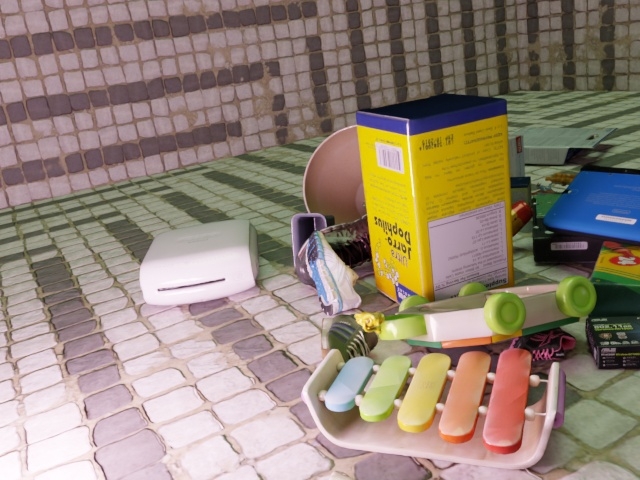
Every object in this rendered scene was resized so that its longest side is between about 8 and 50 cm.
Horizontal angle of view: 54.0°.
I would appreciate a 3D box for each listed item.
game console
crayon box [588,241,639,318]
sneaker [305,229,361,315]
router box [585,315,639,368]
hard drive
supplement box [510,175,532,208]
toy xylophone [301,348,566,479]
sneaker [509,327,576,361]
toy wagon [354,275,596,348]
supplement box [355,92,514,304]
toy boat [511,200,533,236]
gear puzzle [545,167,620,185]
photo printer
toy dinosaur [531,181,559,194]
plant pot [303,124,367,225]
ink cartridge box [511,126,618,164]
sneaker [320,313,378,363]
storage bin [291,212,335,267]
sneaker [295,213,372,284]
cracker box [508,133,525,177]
[{"bbox_3d":[0.619,-0.040,1.166,0.250,0.173,0.293,-47,30,-18],"label":"game console"},{"bbox_3d":[0.600,0.073,0.978,0.318,0.081,0.202,2,20,29],"label":"crayon box"},{"bbox_3d":[0.027,0.061,1.224,0.082,0.071,0.191,-3,54,-22],"label":"sneaker"},{"bbox_3d":[0.450,0.144,0.896,0.122,0.038,0.092,-4,18,14],"label":"router box"},{"bbox_3d":[0.580,-0.038,1.355,0.236,0.064,0.339,-2,20,18],"label":"hard drive"},{"bbox_3d":[0.497,-0.110,1.579,0.056,0.083,0.083,0,20,25],"label":"supplement box"},{"bbox_3d":[0.132,0.214,0.760,0.322,0.081,0.236,-4,19,16],"label":"toy xylophone"},{"bbox_3d":[0.325,0.157,0.917,0.119,0.047,0.057,-20,32,-28],"label":"sneaker"},{"bbox_3d":[0.217,0.109,0.935,0.344,0.068,0.267,-10,-3,-20],"label":"toy wagon"},{"bbox_3d":[0.208,-0.069,1.140,0.194,0.357,0.195,-15,20,-19],"label":"supplement box"},{"bbox_3d":[0.324,-0.086,1.419,0.148,0.267,0.318,-40,41,-1],"label":"toy boat"},{"bbox_3d":[0.687,-0.160,1.582,0.338,0.044,0.175,-3,11,-31],"label":"gear puzzle"},{"bbox_3d":[-0.266,0.047,1.413,0.256,0.107,0.307,-9,18,-3],"label":"photo printer"},{"bbox_3d":[0.612,-0.126,1.683,0.090,0.047,0.082,-40,24,12],"label":"toy dinosaur"},{"bbox_3d":[0.122,-0.124,1.567,0.284,0.284,0.191,-1,-8,22],"label":"plant pot"},{"bbox_3d":[0.791,-0.321,2.121,0.330,0.071,0.324,9,24,36],"label":"ink cartridge box"},{"bbox_3d":[0.048,0.160,0.986,0.086,0.064,0.192,-12,14,4],"label":"sneaker"},{"bbox_3d":[0.000,0.000,1.412,0.098,0.135,0.091,0,10,24],"label":"storage bin"},{"bbox_3d":[0.089,0.006,1.301,0.281,0.106,0.162,-31,16,-27],"label":"sneaker"},{"bbox_3d":[0.465,-0.195,1.741,0.232,0.156,0.067,-18,19,-29],"label":"cracker box"}]
